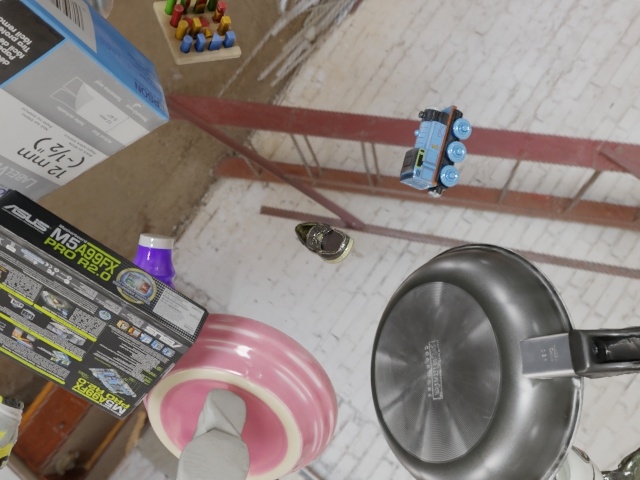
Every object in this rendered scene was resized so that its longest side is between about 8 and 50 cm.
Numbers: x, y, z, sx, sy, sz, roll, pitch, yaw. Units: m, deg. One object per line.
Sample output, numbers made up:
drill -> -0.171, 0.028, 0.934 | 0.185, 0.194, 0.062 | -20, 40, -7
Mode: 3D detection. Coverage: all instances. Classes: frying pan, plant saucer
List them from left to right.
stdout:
plant saucer -> -0.140, 0.270, 0.954 | 0.084, 0.332, 0.332 | -67, 180, -56
frying pan -> 0.133, 0.104, 0.394 | 0.053, 0.326, 0.197 | 11, 90, -32

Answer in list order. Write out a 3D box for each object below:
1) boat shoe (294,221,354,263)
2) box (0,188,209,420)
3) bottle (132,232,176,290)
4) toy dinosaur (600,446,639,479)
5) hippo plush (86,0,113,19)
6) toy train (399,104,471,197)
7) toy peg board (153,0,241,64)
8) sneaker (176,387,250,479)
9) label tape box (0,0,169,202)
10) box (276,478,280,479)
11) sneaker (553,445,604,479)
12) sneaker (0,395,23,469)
boat shoe -> 0.000, 0.000, 0.958 | 0.056, 0.049, 0.152 | -62, -155, -9
box -> -0.306, 0.092, 0.742 | 0.216, 0.270, 0.060 | -46, -164, 35
bottle -> -0.347, 0.129, 1.208 | 0.092, 0.118, 0.283 | -17, 118, -78
toy dinosaur -> 0.500, 0.317, 0.868 | 0.268, 0.118, 0.064 | -34, -158, -3
hippo plush -> -0.478, -0.459, 0.951 | 0.294, 0.236, 0.234 | -43, 138, -69
toy train -> 0.226, -0.180, 1.178 | 0.080, 0.105, 0.184 | -2, -109, 69
toy peg board -> -0.273, -0.498, 1.368 | 0.161, 0.161, 0.079 | -17, 168, -28
sneaker -> -0.136, 0.274, 0.735 | 0.094, 0.080, 0.212 | -63, -174, 14
label tape box -> -0.386, -0.144, 0.663 | 0.347, 0.115, 0.249 | -30, 151, 11
box -> -0.089, 0.558, 1.281 | 0.052, 0.062, 0.083 | -37, -172, -8
sneaker -> 0.232, 0.390, 0.749 | 0.146, 0.122, 0.330 | 24, 109, -28
sneaker -> -0.782, 0.375, 1.143 | 0.145, 0.384, 0.147 | 107, -20, -69
